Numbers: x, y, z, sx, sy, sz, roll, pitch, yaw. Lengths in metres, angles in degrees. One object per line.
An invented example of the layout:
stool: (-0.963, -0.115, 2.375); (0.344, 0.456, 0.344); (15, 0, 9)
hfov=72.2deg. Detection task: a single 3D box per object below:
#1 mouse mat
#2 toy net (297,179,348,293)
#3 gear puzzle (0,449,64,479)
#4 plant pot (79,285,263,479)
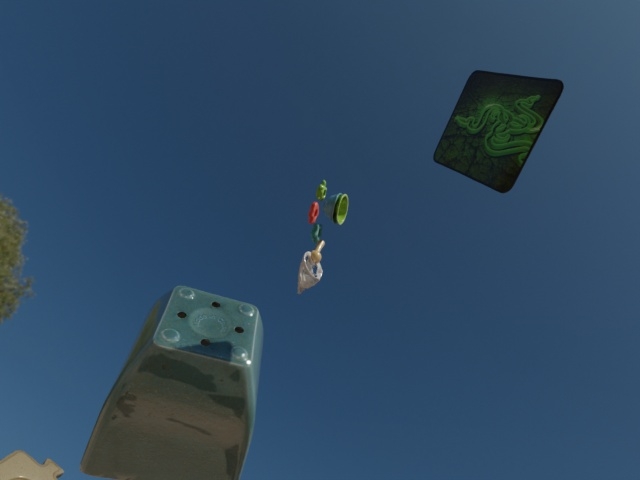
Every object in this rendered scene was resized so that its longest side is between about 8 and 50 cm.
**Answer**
mouse mat: (0.240, -0.163, 0.630); (0.007, 0.189, 0.152); (13, -71, -26)
toy net: (0.000, 0.000, 0.907); (0.045, 0.122, 0.232); (13, -101, 17)
gear puzzle: (-0.258, 0.252, 0.381); (0.339, 0.175, 0.044); (38, -85, 3)
plant pot: (-0.216, 0.225, 0.739); (0.247, 0.247, 0.252); (17, -63, -12)
